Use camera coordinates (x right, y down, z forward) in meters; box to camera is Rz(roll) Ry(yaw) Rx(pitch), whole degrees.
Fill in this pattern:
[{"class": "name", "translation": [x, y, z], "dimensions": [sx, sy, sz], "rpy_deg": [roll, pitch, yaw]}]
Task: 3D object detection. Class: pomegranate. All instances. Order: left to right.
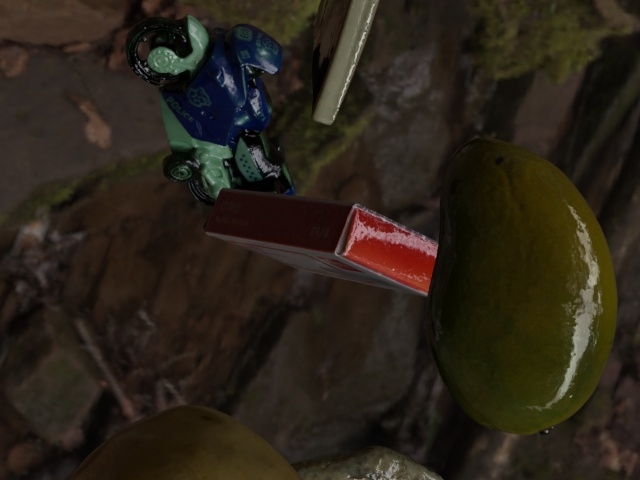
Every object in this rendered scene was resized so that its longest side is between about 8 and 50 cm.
[{"class": "pomegranate", "translation": [-0.116, 0.327, 1.179], "dimensions": [0.332, 0.332, 0.332], "rpy_deg": [-32, 131, -46]}]

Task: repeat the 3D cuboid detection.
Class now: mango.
[{"class": "mango", "translation": [0.125, 0.035, 0.779], "dimensions": [0.085, 0.122, 0.191], "rpy_deg": [-24, 123, -43]}]

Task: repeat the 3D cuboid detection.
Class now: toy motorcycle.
[{"class": "toy motorcycle", "translation": [-0.123, -0.166, 1.624], "dimensions": [0.125, 0.196, 0.331], "rpy_deg": [-87, 162, -46]}]

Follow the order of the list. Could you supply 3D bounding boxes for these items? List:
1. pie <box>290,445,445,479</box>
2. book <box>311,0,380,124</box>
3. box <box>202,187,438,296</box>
[{"class": "pie", "translation": [0.046, 0.384, 1.446], "dimensions": [0.339, 0.077, 0.339], "rpy_deg": [-7, 120, -12]}, {"class": "book", "translation": [0.054, -0.312, 1.042], "dimensions": [0.262, 0.028, 0.374], "rpy_deg": [-92, -162, -62]}, {"class": "box", "translation": [0.000, 0.000, 1.106], "dimensions": [0.123, 0.229, 0.050], "rpy_deg": [25, 81, -35]}]
